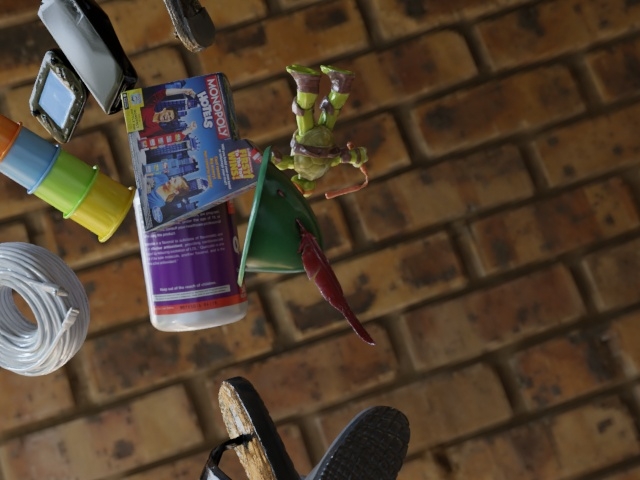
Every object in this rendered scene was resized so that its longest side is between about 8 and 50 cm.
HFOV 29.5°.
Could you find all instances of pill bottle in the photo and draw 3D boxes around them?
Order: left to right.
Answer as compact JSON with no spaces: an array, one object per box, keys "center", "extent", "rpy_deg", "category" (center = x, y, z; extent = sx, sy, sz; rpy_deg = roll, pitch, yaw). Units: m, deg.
[{"center":[-0.239,-0.004,2.208],"extent":[0.181,0.323,0.181],"rpy_deg":[-8,3,0],"category":"pill bottle"}]

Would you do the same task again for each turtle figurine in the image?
[{"center":[-0.024,-0.152,1.832],"extent":[0.269,0.087,0.217],"rpy_deg":[-1,-67,-26],"category":"turtle figurine"}]

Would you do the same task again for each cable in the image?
[{"center":[-0.541,0.121,2.203],"extent":[0.089,0.257,0.257],"rpy_deg":[-44,-17,-52],"category":"cable"}]

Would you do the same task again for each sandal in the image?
[{"center":[-0.062,0.336,1.333],"extent":[0.107,0.446,0.168],"rpy_deg":[-12,-38,-15],"category":"sandal"}]

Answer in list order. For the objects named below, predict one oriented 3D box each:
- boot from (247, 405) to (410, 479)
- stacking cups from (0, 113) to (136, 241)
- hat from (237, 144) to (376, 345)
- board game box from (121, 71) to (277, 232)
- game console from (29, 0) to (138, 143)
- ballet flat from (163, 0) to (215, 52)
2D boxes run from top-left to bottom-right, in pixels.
[{"center":[-0.027,0.366,1.812],"extent":[0.338,0.118,0.222],"rpy_deg":[-52,26,-12],"category":"boot"},{"center":[-0.423,-0.112,1.731],"extent":[0.316,0.096,0.096],"rpy_deg":[30,-40,-19],"category":"stacking cups"},{"center":[0.000,0.000,1.535],"extent":[0.183,0.209,0.173],"rpy_deg":[12,4,-1],"category":"hat"},{"center":[-0.156,-0.122,1.649],"extent":[0.194,0.194,0.060],"rpy_deg":[-10,0,8],"category":"board game box"},{"center":[-0.411,-0.270,2.026],"extent":[0.044,0.213,0.361],"rpy_deg":[-29,-11,-33],"category":"game console"},{"center":[-0.236,-0.417,1.925],"extent":[0.058,0.250,0.084],"rpy_deg":[-6,21,45],"category":"ballet flat"}]
